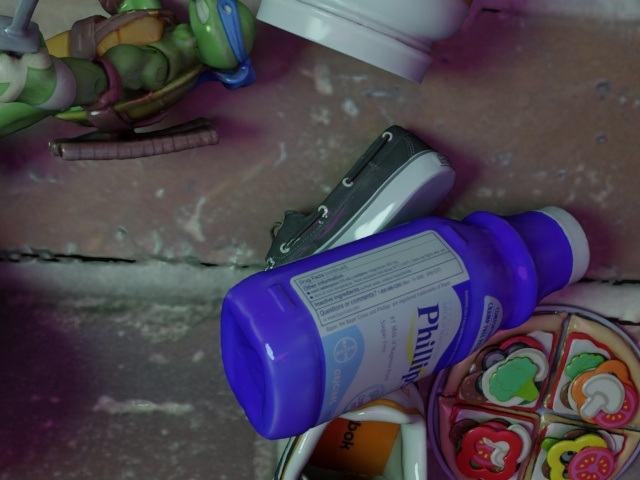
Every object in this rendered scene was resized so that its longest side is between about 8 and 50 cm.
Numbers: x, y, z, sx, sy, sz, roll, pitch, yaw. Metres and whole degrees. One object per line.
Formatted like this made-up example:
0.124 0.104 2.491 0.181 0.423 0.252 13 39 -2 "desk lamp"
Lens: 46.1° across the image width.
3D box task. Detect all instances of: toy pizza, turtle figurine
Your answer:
0.194 0.154 0.655 0.201 0.032 0.201 0 105 -1 "toy pizza"
-0.195 -0.151 0.482 0.266 0.274 0.198 -22 70 9 "turtle figurine"

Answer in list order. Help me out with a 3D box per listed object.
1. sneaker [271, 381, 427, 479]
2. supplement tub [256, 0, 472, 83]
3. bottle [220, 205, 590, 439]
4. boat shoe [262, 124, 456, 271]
0.010 0.239 0.628 0.126 0.127 0.321 7 106 -5 "sneaker"
0.048 -0.219 0.492 0.144 0.144 0.199 21 104 -7 "supplement tub"
0.070 0.043 0.542 0.283 0.092 0.118 -18 138 -26 "bottle"
0.000 0.000 0.589 0.228 0.080 0.076 -45 65 10 "boat shoe"
